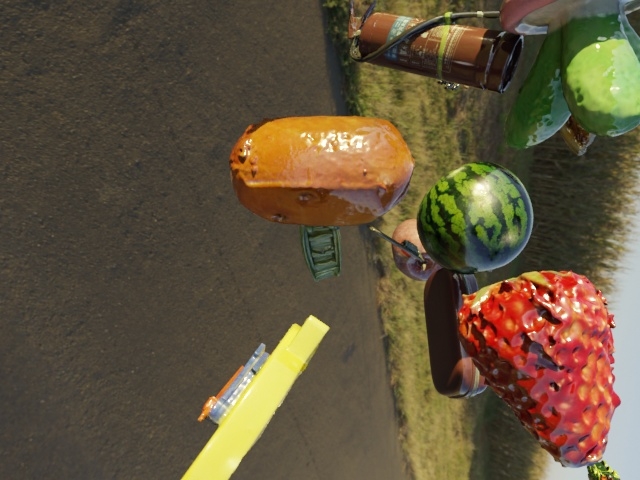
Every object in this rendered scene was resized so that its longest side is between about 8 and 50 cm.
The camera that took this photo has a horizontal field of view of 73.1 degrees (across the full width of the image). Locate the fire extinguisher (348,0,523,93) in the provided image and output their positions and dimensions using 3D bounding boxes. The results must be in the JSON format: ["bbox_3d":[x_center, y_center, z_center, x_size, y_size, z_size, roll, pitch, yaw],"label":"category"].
[{"bbox_3d":[0.187,-0.370,0.794,0.141,0.342,0.105,-66,155,1],"label":"fire extinguisher"}]

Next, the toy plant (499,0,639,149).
[{"bbox_3d":[0.369,-0.323,0.633,0.317,0.211,0.355,-97,176,-80],"label":"toy plant"}]

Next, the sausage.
[{"bbox_3d":[0.003,-0.104,0.635,0.153,0.268,0.140,80,15,-56],"label":"sausage"}]

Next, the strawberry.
[{"bbox_3d":[0.306,0.166,0.575,0.205,0.205,0.244,23,48,-60],"label":"strawberry"}]

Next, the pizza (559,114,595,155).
[{"bbox_3d":[0.694,-0.366,1.175,0.056,0.134,0.270,-14,106,-12],"label":"pizza"}]

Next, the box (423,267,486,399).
[{"bbox_3d":[0.416,0.281,1.345,0.263,0.108,0.403,112,-21,-67],"label":"box"}]

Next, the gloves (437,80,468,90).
[{"bbox_3d":[0.460,-0.568,1.439,0.106,0.180,0.129,-8,153,-29],"label":"gloves"}]

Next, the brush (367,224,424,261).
[{"bbox_3d":[0.187,0.002,1.030,0.190,0.034,0.027,28,101,-33],"label":"brush"}]

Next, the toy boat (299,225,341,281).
[{"bbox_3d":[-0.001,-0.005,1.185,0.276,0.111,0.084,80,-2,-46],"label":"toy boat"}]

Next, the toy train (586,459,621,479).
[{"bbox_3d":[0.665,0.569,0.992,0.250,0.053,0.085,32,53,-66],"label":"toy train"}]

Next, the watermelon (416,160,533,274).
[{"bbox_3d":[0.392,-0.053,1.114,0.285,0.285,0.284,-32,129,-50],"label":"watermelon"}]

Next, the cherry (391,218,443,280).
[{"bbox_3d":[0.377,0.037,1.628,0.285,0.213,0.235,-85,167,-62],"label":"cherry"}]

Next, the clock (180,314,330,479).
[{"bbox_3d":[-0.106,0.212,0.520,0.293,0.071,0.277,-54,176,-25],"label":"clock"}]
